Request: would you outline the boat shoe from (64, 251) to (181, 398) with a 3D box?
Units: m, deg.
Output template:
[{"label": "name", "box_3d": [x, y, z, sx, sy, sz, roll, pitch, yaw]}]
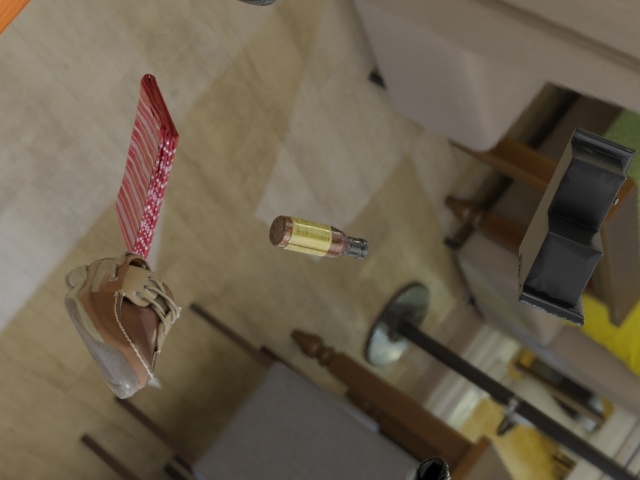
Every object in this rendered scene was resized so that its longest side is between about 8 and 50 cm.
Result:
[{"label": "boat shoe", "box_3d": [-0.233, 0.082, 1.271, 0.116, 0.324, 0.123, -27, 114, -8]}]

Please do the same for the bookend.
[{"label": "bookend", "box_3d": [0.270, -0.019, 1.106, 0.156, 0.072, 0.157, -61, 173, -68]}]

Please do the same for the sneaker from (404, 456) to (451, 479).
[{"label": "sneaker", "box_3d": [0.162, 0.331, 1.363, 0.229, 0.086, 0.132, -25, 122, -59]}]

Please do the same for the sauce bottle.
[{"label": "sauce bottle", "box_3d": [0.000, 0.000, 1.289, 0.128, 0.042, 0.042, 14, 108, -33]}]

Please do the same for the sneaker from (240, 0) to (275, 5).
[{"label": "sneaker", "box_3d": [-0.188, -0.374, 1.333, 0.163, 0.281, 0.106, -27, 149, -41]}]

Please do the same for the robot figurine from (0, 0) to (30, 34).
[{"label": "robot figurine", "box_3d": [-0.340, -0.267, 1.028, 0.219, 0.128, 0.158, -51, 131, -5]}]

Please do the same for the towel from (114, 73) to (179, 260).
[{"label": "towel", "box_3d": [-0.290, -0.110, 1.714, 0.031, 0.199, 0.274, 4, 124, -24]}]
